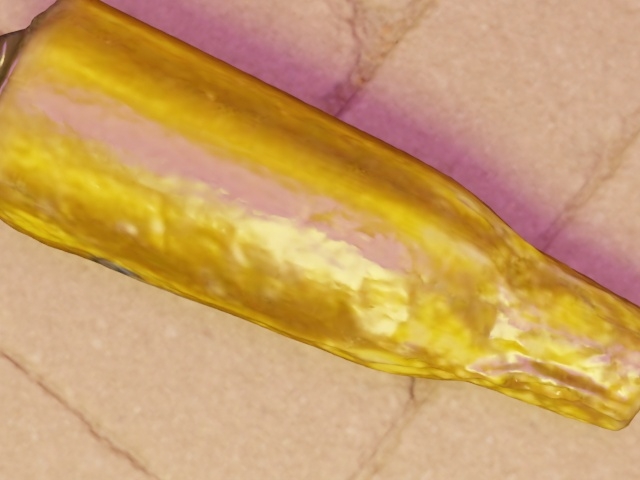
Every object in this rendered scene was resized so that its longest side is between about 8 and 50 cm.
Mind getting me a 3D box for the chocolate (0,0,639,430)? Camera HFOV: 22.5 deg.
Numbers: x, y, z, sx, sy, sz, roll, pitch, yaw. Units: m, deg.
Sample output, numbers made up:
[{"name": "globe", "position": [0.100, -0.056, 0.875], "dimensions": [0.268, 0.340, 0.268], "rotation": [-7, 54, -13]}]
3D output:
[{"name": "chocolate", "position": [0.000, 0.000, 1.007], "dimensions": [0.445, 0.162, 0.162], "rotation": [25, 82, 6]}]
